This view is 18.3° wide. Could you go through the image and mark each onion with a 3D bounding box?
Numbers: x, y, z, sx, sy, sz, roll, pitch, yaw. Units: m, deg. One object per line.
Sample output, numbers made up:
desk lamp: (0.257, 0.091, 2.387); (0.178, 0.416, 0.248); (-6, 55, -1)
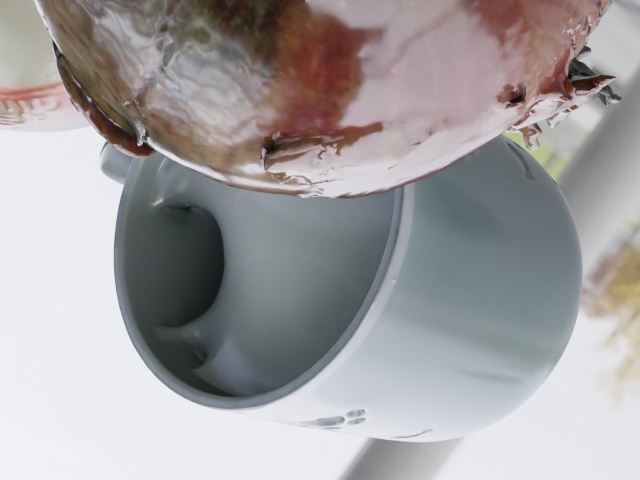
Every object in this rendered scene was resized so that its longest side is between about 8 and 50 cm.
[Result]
onion: (0.008, -0.188, 0.987); (0.354, 0.353, 0.353); (35, -174, -4)

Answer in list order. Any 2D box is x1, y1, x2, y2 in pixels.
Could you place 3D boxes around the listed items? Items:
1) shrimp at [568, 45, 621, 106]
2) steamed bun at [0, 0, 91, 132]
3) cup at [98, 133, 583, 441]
shrimp: (0.108, -0.168, 1.184); (0.059, 0.145, 0.254); (18, -172, -47)
steamed bun: (-0.249, -0.233, 1.955); (0.374, 0.374, 0.241); (-11, -100, -83)
cup: (0.000, 0.000, 1.469); (0.357, 0.259, 0.274); (23, -178, 41)
